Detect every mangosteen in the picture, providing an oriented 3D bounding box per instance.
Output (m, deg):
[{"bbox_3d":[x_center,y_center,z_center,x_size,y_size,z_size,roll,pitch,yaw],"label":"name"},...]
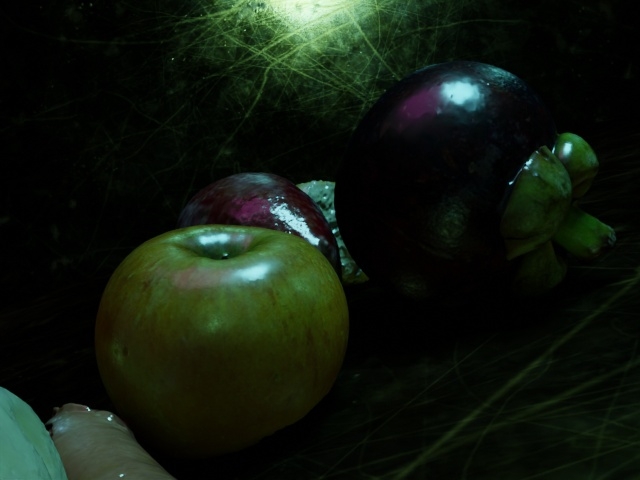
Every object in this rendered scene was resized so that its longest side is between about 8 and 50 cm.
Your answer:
[{"bbox_3d":[0.167,-0.049,0.823,0.300,0.300,0.300,-16,8,2],"label":"mangosteen"}]

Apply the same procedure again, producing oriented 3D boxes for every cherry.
[{"bbox_3d":[-0.074,0.025,0.871,0.203,0.230,0.300,-20,3,-24],"label":"cherry"}]

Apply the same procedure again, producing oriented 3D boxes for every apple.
[{"bbox_3d":[-0.092,0.095,0.659,0.237,0.207,0.237,-1,20,1],"label":"apple"}]

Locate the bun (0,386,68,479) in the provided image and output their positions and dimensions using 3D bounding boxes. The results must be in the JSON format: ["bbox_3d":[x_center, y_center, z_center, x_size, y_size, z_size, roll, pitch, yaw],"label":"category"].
[{"bbox_3d":[-0.190,0.175,0.326,0.231,0.231,0.133,-9,-26,45],"label":"bun"}]

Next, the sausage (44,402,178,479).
[{"bbox_3d":[-0.114,0.176,0.428,0.094,0.094,0.419,-32,16,-28],"label":"sausage"}]

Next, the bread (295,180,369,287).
[{"bbox_3d":[0.000,0.000,1.119,0.196,0.176,0.246,-8,-2,-36],"label":"bread"}]
